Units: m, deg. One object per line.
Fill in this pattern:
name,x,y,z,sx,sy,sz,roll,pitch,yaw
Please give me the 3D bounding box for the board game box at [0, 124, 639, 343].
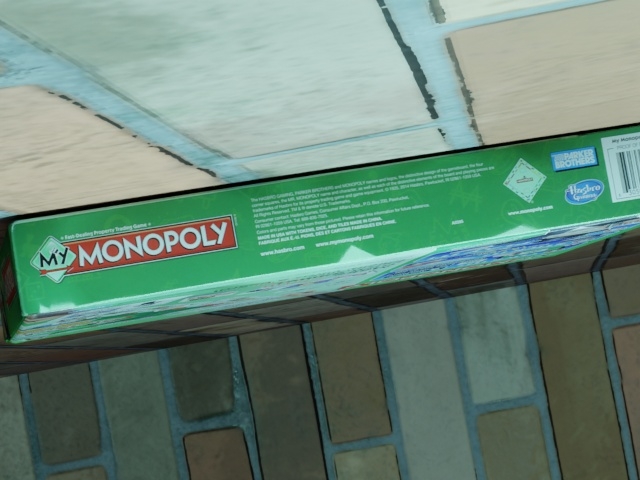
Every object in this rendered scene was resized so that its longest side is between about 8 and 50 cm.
board game box,0.000,0.000,0.968,0.317,0.046,0.213,-9,176,-13
